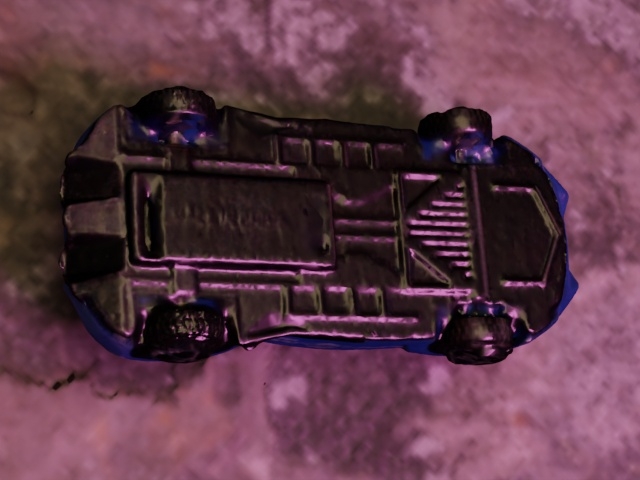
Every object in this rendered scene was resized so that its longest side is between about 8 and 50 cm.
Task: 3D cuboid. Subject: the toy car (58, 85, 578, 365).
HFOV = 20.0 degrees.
[{"bbox_3d":[0.000,0.000,0.709,0.216,0.063,0.103,3,74,-25],"label":"toy car"}]
